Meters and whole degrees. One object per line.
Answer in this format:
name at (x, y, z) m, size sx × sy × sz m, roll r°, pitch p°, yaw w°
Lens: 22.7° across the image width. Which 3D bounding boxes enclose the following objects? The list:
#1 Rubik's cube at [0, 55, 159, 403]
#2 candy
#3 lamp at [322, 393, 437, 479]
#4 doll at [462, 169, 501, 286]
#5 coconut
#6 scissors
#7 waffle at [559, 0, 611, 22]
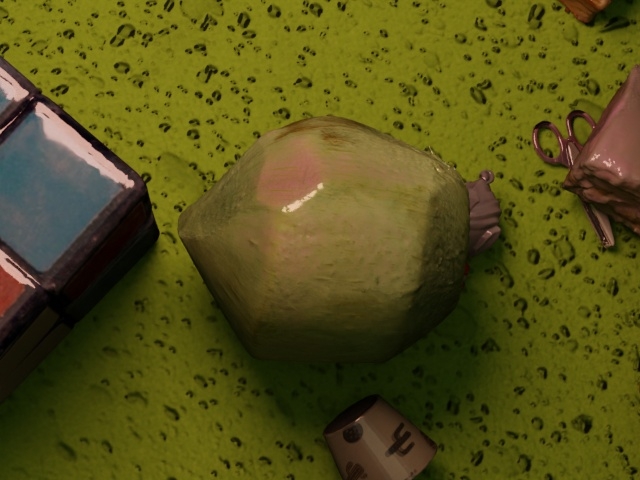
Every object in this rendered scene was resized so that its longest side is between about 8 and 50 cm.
Rubik's cube at (-0.393, -0.023, 1.756) m, size 0.318 × 0.313 × 0.316 m, roll 41°, pitch 81°, yaw 3°
candy at (0.408, -0.097, 1.898) m, size 0.185 × 0.137 × 0.195 m, roll 34°, pitch 69°, yaw 1°
lamp at (0.096, 0.286, 1.847) m, size 0.121 × 0.121 × 0.214 m, roll -35°, pitch 95°, yaw -8°
doll at (0.164, -0.004, 1.916) m, size 0.094 × 0.079 × 0.180 m, roll 27°, pitch 95°, yaw 24°
coconut at (0.000, 0.000, 1.788) m, size 0.328 × 0.328 × 0.281 m, roll 5°, pitch 98°, yaw -3°
scissors at (0.324, -0.073, 1.958) m, size 0.085 × 0.022 × 0.176 m, roll -19°, pitch 81°, yaw -12°
waffle at (0.288, -0.446, 1.975) m, size 0.308 × 0.091 × 0.213 m, roll 41°, pitch 81°, yaw 1°
